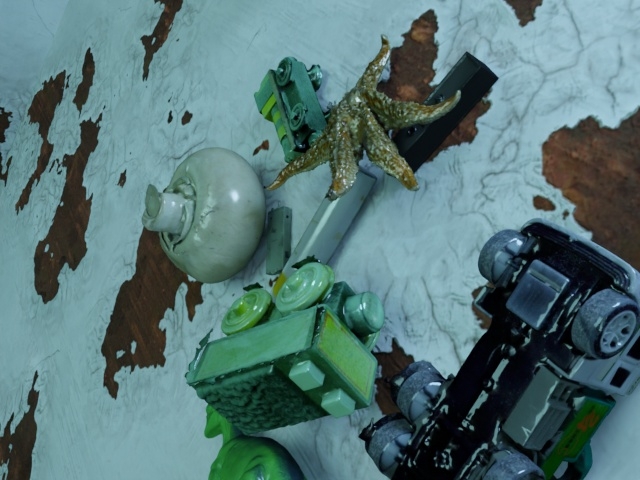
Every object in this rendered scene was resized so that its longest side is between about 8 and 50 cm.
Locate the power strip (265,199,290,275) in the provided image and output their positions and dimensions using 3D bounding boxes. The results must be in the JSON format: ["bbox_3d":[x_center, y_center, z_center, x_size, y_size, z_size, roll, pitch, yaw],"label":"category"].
[{"bbox_3d":[-0.072,-0.006,1.094,0.050,0.019,0.136,-19,64,45],"label":"power strip"}]

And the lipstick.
[{"bbox_3d":[0.000,0.000,0.982,0.264,0.059,0.059,-59,43,16],"label":"lipstick"}]

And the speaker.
[{"bbox_3d":[0.157,-0.167,0.869,0.191,0.046,0.040,-49,46,26],"label":"speaker"}]

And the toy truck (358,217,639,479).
[{"bbox_3d":[0.189,0.167,0.625,0.176,0.177,0.364,42,109,52],"label":"toy truck"}]

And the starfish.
[{"bbox_3d":[0.045,-0.139,0.871,0.301,0.084,0.293,-44,32,6],"label":"starfish"}]

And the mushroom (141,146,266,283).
[{"bbox_3d":[-0.216,-0.045,1.135,0.246,0.202,0.246,-11,77,55],"label":"mushroom"}]

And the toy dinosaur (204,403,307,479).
[{"bbox_3d":[-0.041,0.299,0.863,0.500,0.143,0.375,-44,34,38],"label":"toy dinosaur"}]

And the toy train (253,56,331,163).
[{"bbox_3d":[-0.043,-0.221,1.092,0.132,0.083,0.200,-48,46,42],"label":"toy train"}]

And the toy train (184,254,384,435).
[{"bbox_3d":[-0.042,0.149,0.859,0.271,0.159,0.188,-23,32,32],"label":"toy train"}]
